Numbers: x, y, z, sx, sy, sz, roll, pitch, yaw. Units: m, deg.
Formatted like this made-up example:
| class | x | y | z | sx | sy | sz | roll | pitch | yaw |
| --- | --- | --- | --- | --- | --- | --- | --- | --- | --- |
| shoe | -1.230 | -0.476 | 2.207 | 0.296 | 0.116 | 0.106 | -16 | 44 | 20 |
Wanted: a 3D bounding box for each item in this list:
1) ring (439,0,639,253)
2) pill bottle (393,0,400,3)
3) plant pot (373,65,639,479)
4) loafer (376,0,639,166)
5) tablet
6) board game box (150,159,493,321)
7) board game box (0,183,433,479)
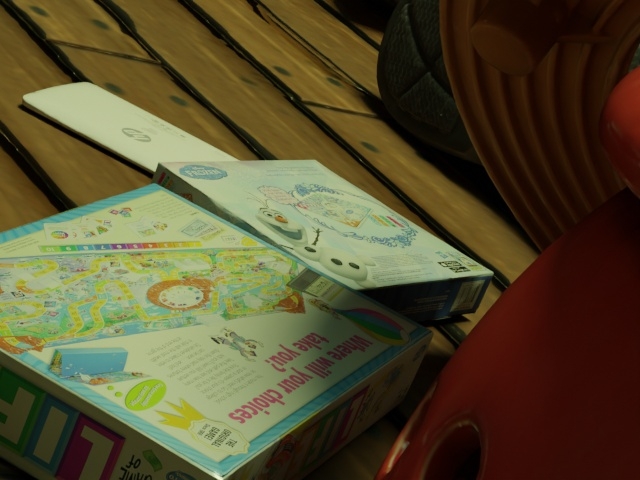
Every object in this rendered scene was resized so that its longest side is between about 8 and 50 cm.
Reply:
| class | x | y | z | sx | sy | sz | roll | pitch | yaw |
| --- | --- | --- | --- | --- | --- | --- | --- | --- | --- |
| ring | 0.173 | 0.012 | 0.498 | 0.337 | 0.032 | 0.336 | 30 | -23 | 14 |
| pill bottle | 0.165 | -0.171 | 1.092 | 0.283 | 0.161 | 0.161 | 18 | 19 | -15 |
| plant pot | 0.104 | 0.062 | 0.366 | 0.191 | 0.174 | 0.191 | 18 | 19 | -6 |
| loafer | 0.138 | -0.039 | 0.794 | 0.095 | 0.109 | 0.302 | 14 | 17 | -36 |
| tablet | -0.066 | -0.039 | 0.703 | 0.083 | 0.006 | 0.054 | 27 | 19 | 15 |
| board game box | 0.000 | 0.000 | 0.650 | 0.090 | 0.020 | 0.090 | 35 | 22 | 31 |
| board game box | -0.042 | 0.029 | 0.511 | 0.103 | 0.026 | 0.154 | 28 | 19 | 15 |
